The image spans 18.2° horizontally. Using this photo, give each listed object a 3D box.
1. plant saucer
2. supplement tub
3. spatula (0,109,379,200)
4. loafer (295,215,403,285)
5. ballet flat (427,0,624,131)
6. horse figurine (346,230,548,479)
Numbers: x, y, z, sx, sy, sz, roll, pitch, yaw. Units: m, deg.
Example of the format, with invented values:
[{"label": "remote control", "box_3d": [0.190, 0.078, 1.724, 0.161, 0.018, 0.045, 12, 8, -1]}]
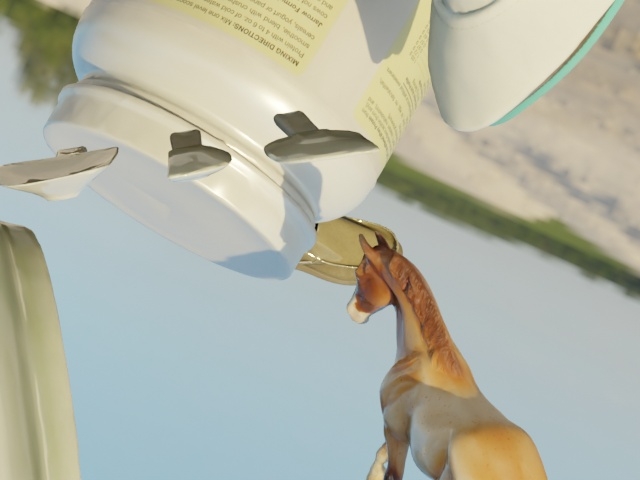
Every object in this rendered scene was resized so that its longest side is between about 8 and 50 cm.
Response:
[{"label": "plant saucer", "box_3d": [-0.191, 0.101, 1.065, 0.100, 0.400, 0.400, -8, -169, -14]}, {"label": "supplement tub", "box_3d": [-0.028, -0.160, 1.403, 0.235, 0.325, 0.235, 28, 165, 8]}, {"label": "spatula", "box_3d": [-0.068, -0.046, 0.966, 0.168, 0.019, 0.242, -10, -171, -4]}, {"label": "loafer", "box_3d": [0.000, 0.000, 1.675, 0.148, 0.056, 0.050, 6, 150, -11]}, {"label": "ballet flat", "box_3d": [0.147, -0.219, 1.098, 0.139, 0.400, 0.139, 24, -138, -23]}, {"label": "horse figurine", "box_3d": [0.072, 0.138, 1.152, 0.066, 0.174, 0.263, 1, -145, -23]}]
